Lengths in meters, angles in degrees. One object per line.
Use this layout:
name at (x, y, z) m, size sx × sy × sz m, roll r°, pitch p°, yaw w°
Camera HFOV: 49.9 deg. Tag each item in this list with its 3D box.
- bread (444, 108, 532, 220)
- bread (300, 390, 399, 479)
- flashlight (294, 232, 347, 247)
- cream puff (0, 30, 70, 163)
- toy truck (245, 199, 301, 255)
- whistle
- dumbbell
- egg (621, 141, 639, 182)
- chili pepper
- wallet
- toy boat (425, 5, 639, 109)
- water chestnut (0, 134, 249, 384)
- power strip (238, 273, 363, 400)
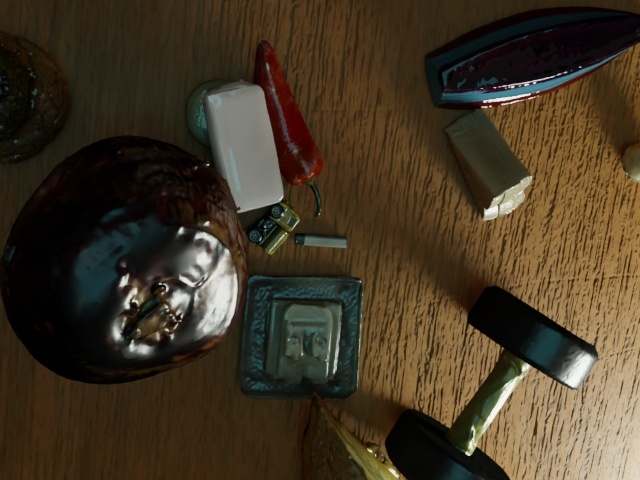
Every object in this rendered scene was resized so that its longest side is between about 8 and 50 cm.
bread at (0.267, -0.121, 1.118) m, size 0.077 × 0.105 × 0.152 m, roll -28°, pitch 72°, yaw -4°
bread at (0.118, 0.417, 1.070) m, size 0.279 × 0.248 × 0.315 m, roll 2°, pitch 112°, yaw -16°
flashlight at (0.000, 0.000, 1.091) m, size 0.083 × 0.018 × 0.018 m, roll 4°, pitch 99°, yaw -11°
cream puff at (-0.434, -0.186, 0.904) m, size 0.183 × 0.169 × 0.183 m, roll -2°, pitch 100°, yaw -12°
toy truck at (-0.071, -0.024, 1.059) m, size 0.054 × 0.049 × 0.083 m, roll 40°, pitch 92°, yaw -15°
whistle at (-0.144, -0.139, 1.021) m, size 0.104 × 0.057 × 0.198 m, roll -6°, pitch 99°, yaw -9°
dumbbell at (0.266, 0.253, 1.091) m, size 0.204 × 0.204 × 0.322 m, roll 31°, pitch 93°, yaw -14°
egg at (0.548, -0.130, 1.143) m, size 0.083 × 0.071 × 0.071 m, roll -2°, pitch 100°, yaw -13°
chili pepper at (-0.050, -0.163, 1.031) m, size 0.071 × 0.063 × 0.272 m, roll -20°, pitch 102°, yaw 5°
wallet at (-0.111, -0.135, 0.993) m, size 0.095 × 0.033 × 0.190 m, roll -15°, pitch 109°, yaw -19°
toy boat at (0.360, -0.298, 1.083) m, size 0.392 × 0.079 × 0.136 m, roll -16°, pitch 104°, yaw -5°
water chestnut at (-0.269, 0.019, 0.924) m, size 0.350 × 0.302 × 0.350 m, roll -23°, pitch 125°, yaw -37°
power strip at (-0.027, 0.161, 1.091) m, size 0.198 × 0.064 × 0.213 m, roll 0°, pitch 99°, yaw -12°
